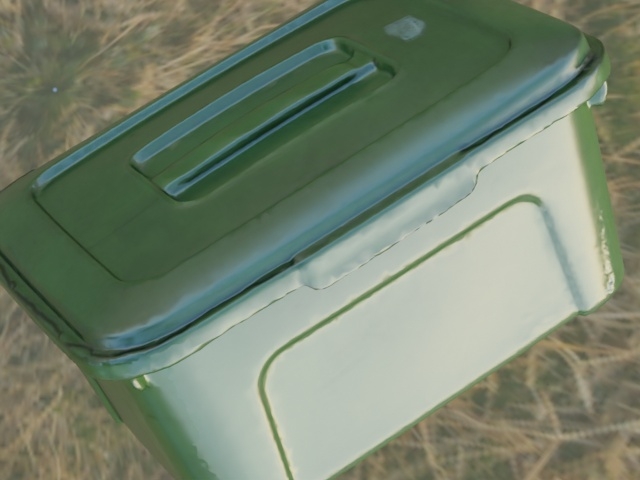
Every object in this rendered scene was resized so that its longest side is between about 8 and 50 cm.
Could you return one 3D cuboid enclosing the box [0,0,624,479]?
[{"bbox_3d":[0.000,0.000,0.998,0.329,0.253,0.177,-33,120,-13],"label":"box"}]
